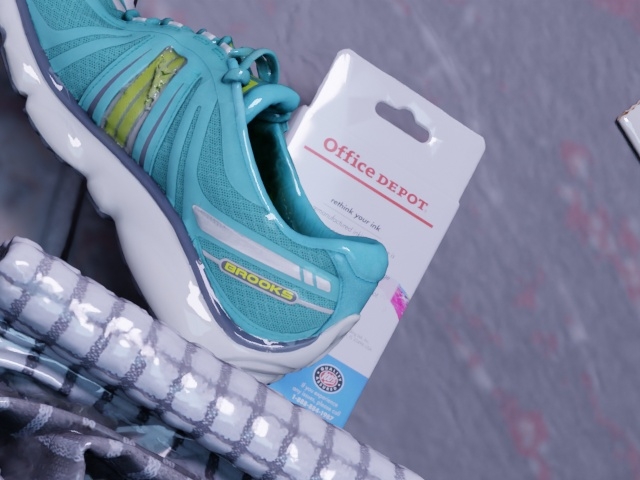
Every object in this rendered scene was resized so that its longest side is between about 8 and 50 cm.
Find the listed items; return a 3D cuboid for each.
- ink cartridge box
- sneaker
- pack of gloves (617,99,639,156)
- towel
[{"bbox_3d":[0.000,0.000,0.974,0.104,0.061,0.181,32,79,-17],"label":"ink cartridge box"},{"bbox_3d":[-0.065,-0.061,0.888,0.110,0.107,0.275,-40,76,20],"label":"sneaker"},{"bbox_3d":[0.316,-0.027,1.108,0.195,0.046,0.232,-34,101,-19],"label":"pack of gloves"},{"bbox_3d":[-0.090,0.109,0.819,0.235,0.283,0.121,32,79,-17],"label":"towel"}]
